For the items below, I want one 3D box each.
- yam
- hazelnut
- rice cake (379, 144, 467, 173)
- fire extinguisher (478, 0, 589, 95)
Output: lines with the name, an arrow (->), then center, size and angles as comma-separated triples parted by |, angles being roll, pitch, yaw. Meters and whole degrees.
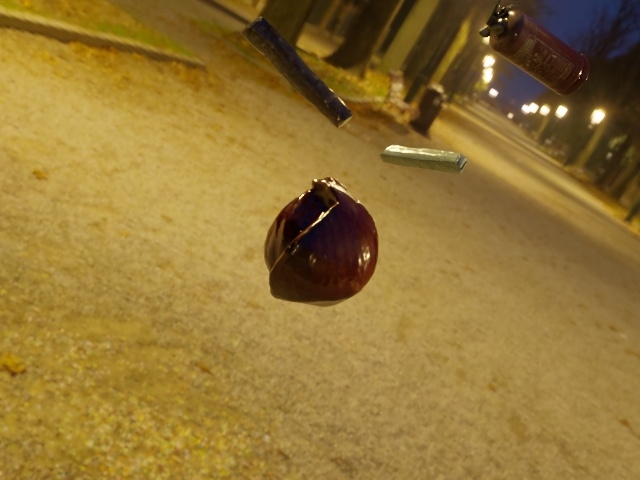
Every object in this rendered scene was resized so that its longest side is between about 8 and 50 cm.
yam -> -0.045, -0.330, 1.721 | 0.274, 0.061, 0.061 | 46, 12, -5
hazelnut -> -0.004, 0.007, 1.236 | 0.160, 0.170, 0.202 | 35, 15, -24
rice cake -> 0.178, -0.143, 1.518 | 0.170, 0.033, 0.029 | 12, -38, 39
fire extinguisher -> 0.425, -0.395, 1.753 | 0.268, 0.105, 0.105 | 25, 14, -29
